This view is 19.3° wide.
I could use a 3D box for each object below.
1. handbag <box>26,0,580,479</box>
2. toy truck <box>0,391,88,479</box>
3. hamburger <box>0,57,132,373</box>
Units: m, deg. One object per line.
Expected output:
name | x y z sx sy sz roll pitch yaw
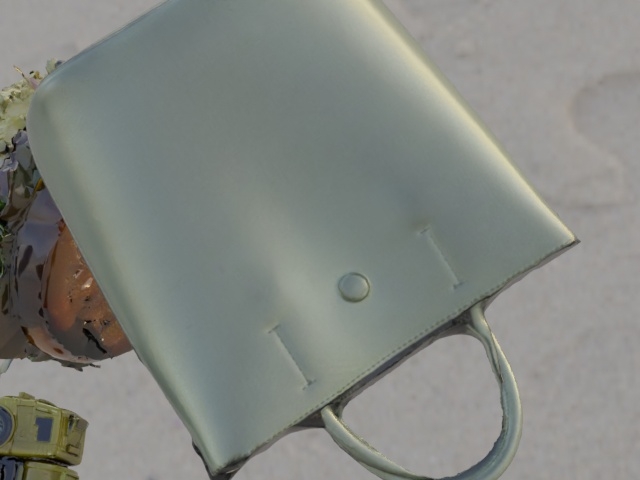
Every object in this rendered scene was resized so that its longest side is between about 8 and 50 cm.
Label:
handbag | 0.000 0.000 1.020 0.241 0.109 0.315 -33 78 -7
toy truck | -0.158 0.125 1.022 0.054 0.049 0.083 5 76 17
hamburger | -0.184 -0.014 1.397 0.139 0.261 0.243 23 8 31
